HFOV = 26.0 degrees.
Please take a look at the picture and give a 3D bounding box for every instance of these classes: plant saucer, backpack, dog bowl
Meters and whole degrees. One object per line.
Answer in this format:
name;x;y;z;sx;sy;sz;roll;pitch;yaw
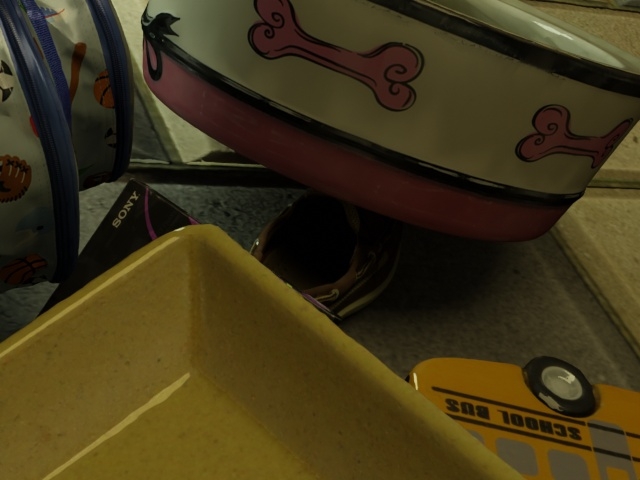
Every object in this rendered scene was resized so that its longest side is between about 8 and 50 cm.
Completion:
plant saucer;-0.078;0.181;0.627;0.333;0.081;0.333;-35;52;-23
backpack;-0.227;-0.088;0.839;0.213;0.276;0.263;-16;63;-12
dog bowl;0.046;-0.136;1.064;0.408;0.150;0.408;20;15;-6

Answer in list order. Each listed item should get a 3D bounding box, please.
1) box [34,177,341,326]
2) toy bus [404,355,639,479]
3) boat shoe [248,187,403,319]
box;-0.085;0.051;0.871;0.162;0.116;0.029;33;-1;14
toy bus;0.195;0.168;0.882;0.333;0.108;0.130;14;37;-14
boat shoe;0.007;0.004;0.992;0.095;0.095;0.257;29;36;6
